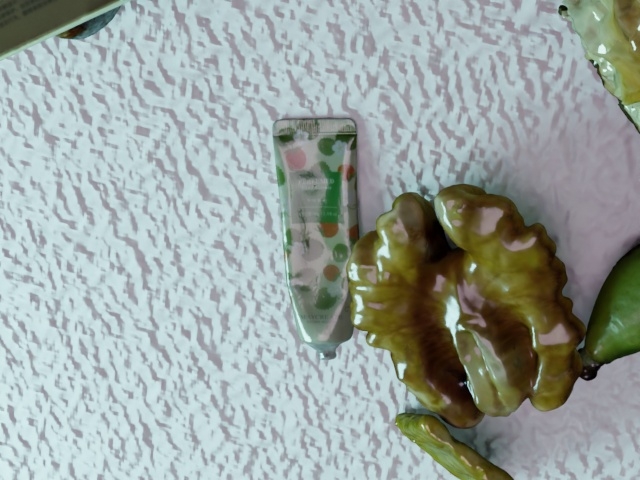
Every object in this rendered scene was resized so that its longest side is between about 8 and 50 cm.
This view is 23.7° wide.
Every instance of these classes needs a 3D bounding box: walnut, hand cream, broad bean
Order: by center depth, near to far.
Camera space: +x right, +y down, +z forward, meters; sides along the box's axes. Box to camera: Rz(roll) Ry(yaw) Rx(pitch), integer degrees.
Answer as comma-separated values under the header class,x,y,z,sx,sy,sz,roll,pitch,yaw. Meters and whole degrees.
class,x,y,z,sx,sy,sz,roll,pitch,yaw
broad bean,0.233,0.015,0.948,0.070,0.048,0.213,44,110,4
walnut,0.094,0.038,0.980,0.143,0.069,0.170,-13,113,22
hand cream,0.000,0.000,1.012,0.057,0.037,0.165,0,106,13

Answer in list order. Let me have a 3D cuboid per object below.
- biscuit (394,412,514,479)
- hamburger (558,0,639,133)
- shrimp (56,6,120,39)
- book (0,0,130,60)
class,x,y,z,sx,sy,sz,roll,pitch,yaw
biscuit,0.090,0.143,1.025,0.081,0.083,0.018,38,80,-4
hamburger,0.329,-0.051,0.768,0.287,0.268,0.445,-34,101,4
shrimp,-0.150,-0.237,0.922,0.090,0.079,0.233,18,115,38
book,-0.171,-0.277,0.879,0.217,0.021,0.310,-21,86,20
